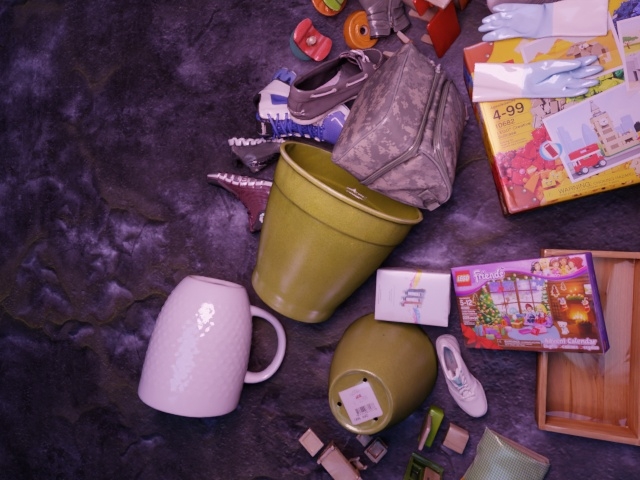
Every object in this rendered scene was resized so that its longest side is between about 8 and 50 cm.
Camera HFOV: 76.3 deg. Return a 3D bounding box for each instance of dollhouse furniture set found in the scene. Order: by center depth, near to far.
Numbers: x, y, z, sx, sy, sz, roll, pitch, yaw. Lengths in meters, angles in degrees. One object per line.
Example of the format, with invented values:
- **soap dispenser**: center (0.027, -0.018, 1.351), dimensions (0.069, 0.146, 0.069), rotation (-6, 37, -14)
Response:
- **dollhouse furniture set**: center (0.274, -0.513, 0.934), dimensions (0.135, 0.259, 0.262), rotation (44, 105, 24)
- **dollhouse furniture set**: center (0.368, 0.562, 0.965), dimensions (0.301, 0.151, 0.197), rotation (22, 97, 17)
- **dollhouse furniture set**: center (0.063, 0.554, 1.121), dimensions (0.161, 0.101, 0.182), rotation (-42, 76, -11)

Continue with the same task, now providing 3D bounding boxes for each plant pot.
- **plant pot**: center (0.131, 0.330, 0.970), dimensions (0.275, 0.293, 0.275), rotation (0, 90, 19)
- **plant pot**: center (0.000, 0.000, 1.008), dimensions (0.366, 0.366, 0.353), rotation (34, 112, 16)

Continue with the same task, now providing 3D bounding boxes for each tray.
- **tray**: center (0.607, 0.227, 0.922), dimensions (0.203, 0.076, 0.411), rotation (2, 92, 19)

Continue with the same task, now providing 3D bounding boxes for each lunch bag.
- **lunch bag**: center (0.206, -0.245, 0.923), dimensions (0.256, 0.305, 0.212), rotation (34, 146, -21)

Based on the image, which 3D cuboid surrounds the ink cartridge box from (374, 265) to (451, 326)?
- **ink cartridge box**: center (0.236, 0.134, 1.020), dimensions (0.176, 0.128, 0.127), rotation (4, 91, 18)

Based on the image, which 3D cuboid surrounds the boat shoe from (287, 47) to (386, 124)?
- **boat shoe**: center (0.053, -0.408, 1.009), dimensions (0.112, 0.095, 0.335), rotation (39, 67, 22)

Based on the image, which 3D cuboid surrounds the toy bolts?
- **toy bolts**: center (0.021, -0.576, 1.114), dimensions (0.218, 0.158, 0.228), rotation (40, 94, -26)

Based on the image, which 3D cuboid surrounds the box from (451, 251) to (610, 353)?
- **box**: center (0.455, 0.143, 0.917), dimensions (0.293, 0.057, 0.201), rotation (-13, 85, 46)

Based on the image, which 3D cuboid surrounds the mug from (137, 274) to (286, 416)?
- **mug**: center (-0.283, 0.285, 1.151), dimensions (0.374, 0.276, 0.328), rotation (13, 87, -12)

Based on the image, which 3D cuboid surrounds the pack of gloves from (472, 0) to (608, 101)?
- **pack of gloves**: center (0.424, -0.377, 0.790), dimensions (0.232, 0.046, 0.195), rotation (4, 92, 19)

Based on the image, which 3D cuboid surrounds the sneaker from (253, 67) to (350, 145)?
- **sneaker**: center (-0.067, -0.317, 1.088), dimensions (0.315, 0.127, 0.182), rotation (40, 69, 21)

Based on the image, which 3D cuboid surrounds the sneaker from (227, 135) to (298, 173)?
- **sneaker**: center (-0.167, -0.247, 1.187), dimensions (0.234, 0.078, 0.106), rotation (6, 95, 23)

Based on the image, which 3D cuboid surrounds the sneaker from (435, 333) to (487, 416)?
- **sneaker**: center (0.341, 0.342, 1.003), dimensions (0.080, 0.094, 0.212), rotation (-28, 82, 16)

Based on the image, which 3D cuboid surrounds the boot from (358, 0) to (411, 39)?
- **boot**: center (0.199, -0.627, 1.049), dimensions (0.246, 0.083, 0.161), rotation (-34, 116, -15)

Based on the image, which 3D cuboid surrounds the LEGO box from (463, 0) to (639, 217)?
- **LEGO box**: center (0.602, -0.292, 0.855), dimensions (0.500, 0.193, 0.372), rotation (-15, 86, 18)

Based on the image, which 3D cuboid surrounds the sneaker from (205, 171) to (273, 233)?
- **sneaker**: center (-0.220, -0.107, 1.191), dimensions (0.281, 0.106, 0.162), rotation (13, 98, 18)

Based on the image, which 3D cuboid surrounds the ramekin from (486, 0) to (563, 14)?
- **ramekin**: center (0.490, -0.565, 0.856), dimensions (0.277, 0.277, 0.135), rotation (9, 100, 19)
